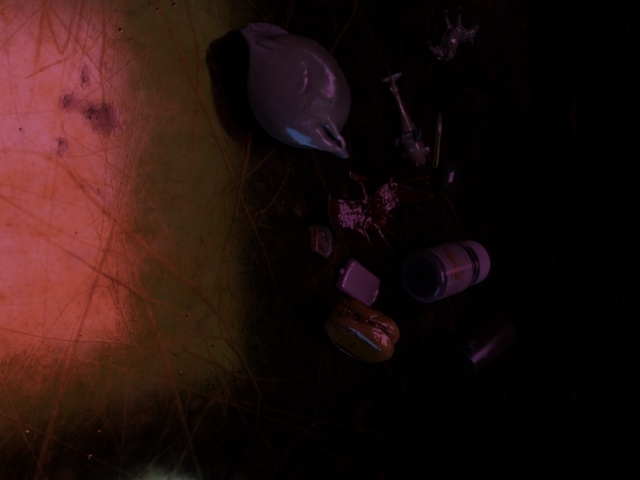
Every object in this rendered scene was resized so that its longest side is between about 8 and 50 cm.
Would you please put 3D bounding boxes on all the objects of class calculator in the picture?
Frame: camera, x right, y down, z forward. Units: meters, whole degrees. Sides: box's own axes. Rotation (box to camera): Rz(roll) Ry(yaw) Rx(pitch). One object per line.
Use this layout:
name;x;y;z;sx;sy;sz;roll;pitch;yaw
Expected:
calculator;0.109;0.124;1.570;0.175;0.032;0.100;39;68;-37

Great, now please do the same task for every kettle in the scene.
kettle;0.557;0.381;1.946;0.232;0.144;0.202;-30;144;-29

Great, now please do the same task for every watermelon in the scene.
watermelon;0.409;-0.205;1.780;0.078;0.078;0.111;16;84;-41

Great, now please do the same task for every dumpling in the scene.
dumpling;-0.030;-0.348;1.288;0.270;0.211;0.321;-28;122;-40

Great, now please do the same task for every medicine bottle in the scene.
medicine bottle;0.399;0.090;1.739;0.273;0.165;0.165;-13;102;-40

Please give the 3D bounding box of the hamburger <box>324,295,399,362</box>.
hamburger;0.111;0.242;1.471;0.214;0.213;0.108;51;58;-32

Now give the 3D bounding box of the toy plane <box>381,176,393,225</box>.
toy plane;0.204;-0.112;1.632;0.060;0.037;0.145;26;76;-36

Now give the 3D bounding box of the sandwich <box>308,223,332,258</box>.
sandwich;0.003;0.002;1.469;0.069;0.026;0.101;-18;106;-41

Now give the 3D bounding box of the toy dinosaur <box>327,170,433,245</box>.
toy dinosaur;0.157;-0.089;1.518;0.327;0.112;0.207;11;85;-32

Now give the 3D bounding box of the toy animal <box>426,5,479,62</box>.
toy animal;0.425;-0.643;1.761;0.217;0.073;0.176;-59;142;-16

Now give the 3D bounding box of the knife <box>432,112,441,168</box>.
knife;0.377;-0.322;1.777;0.026;0.022;0.184;6;89;-67

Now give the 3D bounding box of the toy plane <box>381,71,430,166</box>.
toy plane;0.255;-0.348;1.628;0.287;0.091;0.108;61;36;-28
